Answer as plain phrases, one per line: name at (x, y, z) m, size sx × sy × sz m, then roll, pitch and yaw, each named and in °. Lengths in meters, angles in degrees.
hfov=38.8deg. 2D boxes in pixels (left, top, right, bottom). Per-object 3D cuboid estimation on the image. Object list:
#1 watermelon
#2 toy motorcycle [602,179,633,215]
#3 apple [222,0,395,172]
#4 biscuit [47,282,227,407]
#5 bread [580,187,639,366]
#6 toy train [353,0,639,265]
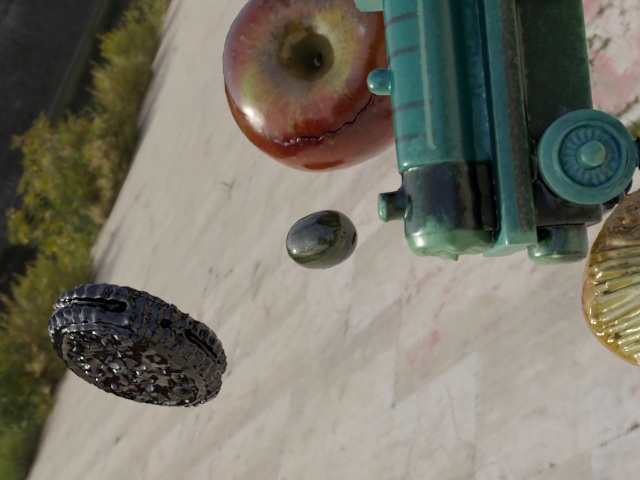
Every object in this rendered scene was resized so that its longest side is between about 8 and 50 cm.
watermelon at (0.000, 0.000, 1.224) m, size 0.110 × 0.078 × 0.078 m, roll -15°, pitch 49°, yaw 37°
toy motorcycle at (0.433, -0.085, 1.537) m, size 0.159 × 0.270 × 0.106 m, roll -33°, pitch 65°, yaw 27°
apple at (0.015, -0.213, 1.152) m, size 0.272 × 0.251 × 0.206 m, roll -48°, pitch -19°, yaw 11°
biscuit at (-0.187, 0.110, 0.922) m, size 0.194 × 0.194 × 0.053 m, roll -39°, pitch 28°, yaw 53°
bread at (0.548, 0.028, 1.392) m, size 0.388 × 0.236 × 0.183 m, roll -39°, pitch 2°, yaw -35°
toy train at (0.120, -0.127, 0.673) m, size 0.120 × 0.194 × 0.298 m, roll 104°, pitch 161°, yaw -83°
